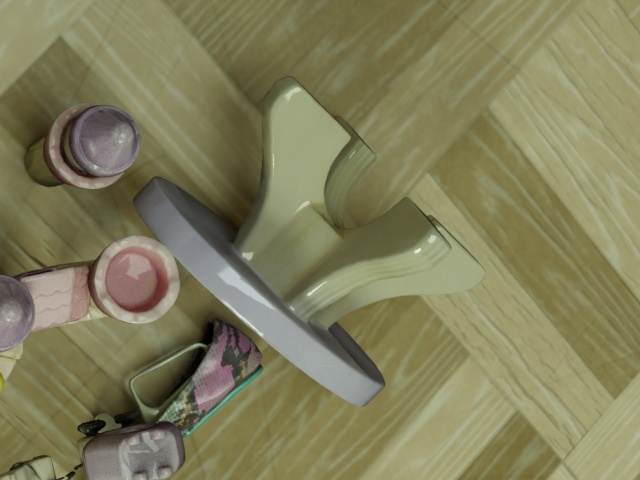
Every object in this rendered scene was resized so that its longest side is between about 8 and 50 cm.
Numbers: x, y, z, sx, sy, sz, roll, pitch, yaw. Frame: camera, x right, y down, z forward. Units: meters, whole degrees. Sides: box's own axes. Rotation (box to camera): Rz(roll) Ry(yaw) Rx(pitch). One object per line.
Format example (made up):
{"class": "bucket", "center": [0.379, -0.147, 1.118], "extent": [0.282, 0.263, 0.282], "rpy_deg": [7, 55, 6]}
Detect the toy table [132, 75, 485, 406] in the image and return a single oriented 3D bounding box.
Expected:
{"class": "toy table", "center": [0.000, 0.000, 1.445], "extent": [0.161, 0.252, 0.274], "rpy_deg": [-45, 131, 5]}

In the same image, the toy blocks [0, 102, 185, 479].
{"class": "toy blocks", "center": [-0.232, 0.066, 1.275], "extent": [0.288, 0.260, 0.309], "rpy_deg": [-13, 92, -26]}

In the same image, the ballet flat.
{"class": "ballet flat", "center": [-0.142, 0.154, 1.495], "extent": [0.079, 0.077, 0.221], "rpy_deg": [45, 74, -9]}
